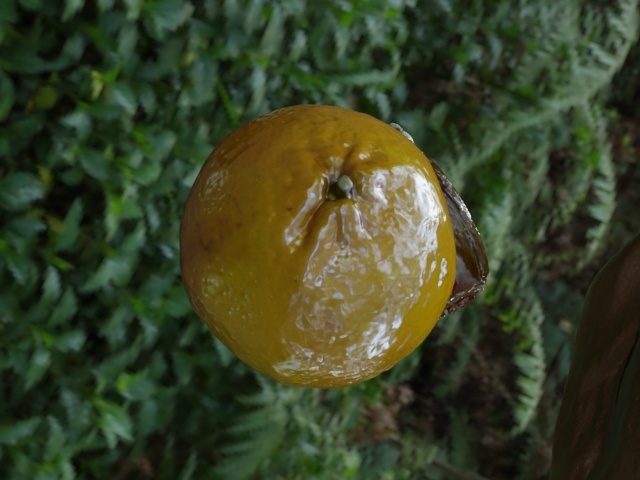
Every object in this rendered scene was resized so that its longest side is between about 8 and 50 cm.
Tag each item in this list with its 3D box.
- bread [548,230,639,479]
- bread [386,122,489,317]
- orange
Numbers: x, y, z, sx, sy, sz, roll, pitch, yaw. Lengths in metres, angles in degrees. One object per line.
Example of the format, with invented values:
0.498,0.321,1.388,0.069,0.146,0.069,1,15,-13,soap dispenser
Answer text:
0.292,0.122,1.096,0.333,0.143,0.323,119,-10,-60,bread
0.060,-0.008,1.109,0.073,0.160,0.160,-32,145,-16,bread
0.000,0.002,0.879,0.178,0.155,0.177,3,84,-29,orange
